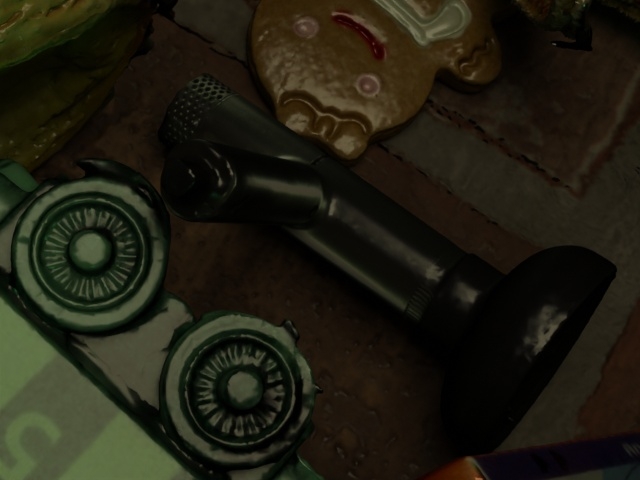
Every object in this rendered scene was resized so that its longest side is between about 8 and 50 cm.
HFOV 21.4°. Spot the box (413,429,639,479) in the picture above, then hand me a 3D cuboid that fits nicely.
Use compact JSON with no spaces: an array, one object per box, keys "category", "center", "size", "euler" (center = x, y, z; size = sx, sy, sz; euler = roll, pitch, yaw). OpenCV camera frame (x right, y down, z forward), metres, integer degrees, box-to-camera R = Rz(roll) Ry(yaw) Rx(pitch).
[{"category":"box","center":[0.145,0.280,0.888],"size":[0.348,0.257,0.319],"euler":[3,59,-51]}]

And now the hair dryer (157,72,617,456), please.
[{"category":"hair dryer","center":[0.005,0.022,1.061],"size":[0.320,0.156,0.284],"euler":[32,24,6]}]

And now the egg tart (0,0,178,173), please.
[{"category":"egg tart","center":[-0.215,-0.101,1.042],"size":[0.279,0.279,0.095],"euler":[-36,81,-22]}]

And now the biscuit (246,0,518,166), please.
[{"category":"biscuit","center":[0.045,-0.165,1.250],"size":[0.184,0.035,0.249],"euler":[44,67,8]}]

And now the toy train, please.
[{"category":"toy train","center":[-0.142,0.100,1.036],"size":[0.299,0.167,0.238],"euler":[44,76,3]}]

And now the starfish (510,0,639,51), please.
[{"category":"starfish","center":[0.149,-0.243,1.233],"size":[0.312,0.113,0.303],"euler":[10,52,-22]}]
